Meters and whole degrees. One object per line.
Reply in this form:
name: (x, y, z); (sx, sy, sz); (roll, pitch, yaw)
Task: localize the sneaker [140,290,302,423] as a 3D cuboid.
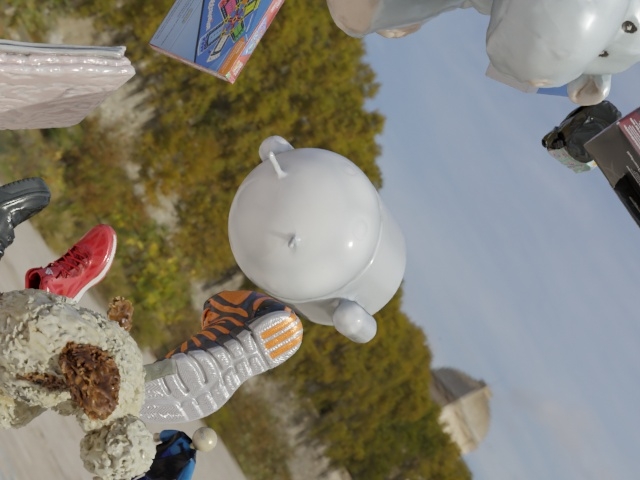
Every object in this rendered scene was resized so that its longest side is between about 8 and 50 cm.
sneaker: (-0.197, 0.194, 1.664); (0.180, 0.321, 0.124); (34, -35, 60)

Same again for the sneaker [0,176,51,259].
sneaker: (-0.239, 0.032, 0.633); (0.089, 0.170, 0.051); (59, -24, 1)

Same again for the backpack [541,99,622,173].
backpack: (0.532, -0.205, 1.975); (0.115, 0.152, 0.182); (45, -6, -1)

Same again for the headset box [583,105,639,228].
headset box: (0.521, -0.111, 1.304); (0.218, 0.293, 0.110); (58, -14, 4)

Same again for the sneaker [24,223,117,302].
sneaker: (-0.496, 0.054, 1.912); (0.087, 0.221, 0.128); (29, -5, 20)

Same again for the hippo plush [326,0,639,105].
hippo plush: (0.161, -0.210, 0.826); (0.236, 0.294, 0.234); (52, -52, 16)

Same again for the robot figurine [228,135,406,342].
robot figurine: (0.000, 0.000, 1.301); (0.300, 0.200, 0.353); (63, 7, 22)

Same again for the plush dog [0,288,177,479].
plush dog: (-0.293, 0.131, 1.105); (0.262, 0.210, 0.225); (22, -18, 15)

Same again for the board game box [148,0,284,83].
board game box: (-0.110, -0.362, 1.350); (0.145, 0.281, 0.027); (26, -10, 27)

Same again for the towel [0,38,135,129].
towel: (-0.463, -0.209, 1.337); (0.317, 0.332, 0.053); (-17, -101, 57)

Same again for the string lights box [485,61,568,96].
string lights box: (0.361, -0.291, 1.465); (0.077, 0.133, 0.260); (30, 21, 30)

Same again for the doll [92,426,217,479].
doll: (-0.236, 0.336, 1.428); (0.129, 0.189, 0.046); (53, -10, 44)
